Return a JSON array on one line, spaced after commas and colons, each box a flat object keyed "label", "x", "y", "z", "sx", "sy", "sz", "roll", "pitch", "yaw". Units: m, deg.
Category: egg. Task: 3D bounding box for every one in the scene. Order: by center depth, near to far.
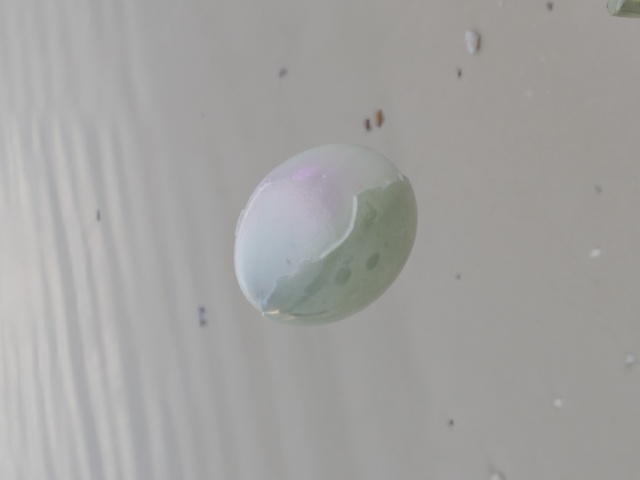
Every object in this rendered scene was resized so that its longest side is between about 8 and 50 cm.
[{"label": "egg", "x": 0.000, "y": 0.000, "z": 1.036, "sx": 0.183, "sy": 0.217, "sz": 0.183, "roll": 18, "pitch": 132, "yaw": 22}]

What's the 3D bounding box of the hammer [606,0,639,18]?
[{"label": "hammer", "x": 0.220, "y": -0.160, "z": 0.548, "sx": 0.195, "sy": 0.060, "sz": 0.028, "roll": 86, "pitch": -169, "yaw": -88}]
